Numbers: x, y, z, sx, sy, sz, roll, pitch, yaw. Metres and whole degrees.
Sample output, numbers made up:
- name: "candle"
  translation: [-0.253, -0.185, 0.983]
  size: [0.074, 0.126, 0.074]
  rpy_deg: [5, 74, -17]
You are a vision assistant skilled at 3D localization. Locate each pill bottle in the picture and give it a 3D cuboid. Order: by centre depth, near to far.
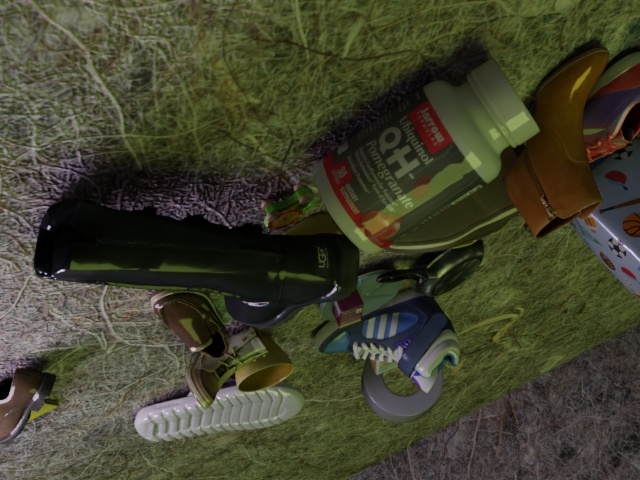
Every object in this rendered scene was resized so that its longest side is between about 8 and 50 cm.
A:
- name: "pill bottle"
  translation: [0.161, -0.130, 1.155]
  size: [0.318, 0.176, 0.176]
  rpy_deg: [-34, 151, 18]

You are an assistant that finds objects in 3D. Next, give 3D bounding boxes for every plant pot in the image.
- name: "plant pot"
  translation: [0.000, 0.000, 1.370]
  size: [0.083, 0.081, 0.081]
  rpy_deg: [-39, 151, 6]
- name: "plant pot"
  translation: [-0.139, 0.270, 1.716]
  size: [0.134, 0.095, 0.134]
  rpy_deg: [-20, 153, -11]

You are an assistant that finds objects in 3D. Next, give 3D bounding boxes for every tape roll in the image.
- name: "tape roll"
  translation: [0.221, 0.381, 2.070]
  size: [0.219, 0.219, 0.072]
  rpy_deg: [-18, 153, -12]

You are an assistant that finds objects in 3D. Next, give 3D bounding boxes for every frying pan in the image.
- name: "frying pan"
  translation: [0.269, 0.057, 1.687]
  size: [0.197, 0.053, 0.326]
  rpy_deg: [-43, 156, 17]

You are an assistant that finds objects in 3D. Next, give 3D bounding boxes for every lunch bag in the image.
- name: "lunch bag"
  translation: [0.717, -0.005, 1.652]
  size: [0.238, 0.328, 0.385]
  rpy_deg: [-36, 150, 4]

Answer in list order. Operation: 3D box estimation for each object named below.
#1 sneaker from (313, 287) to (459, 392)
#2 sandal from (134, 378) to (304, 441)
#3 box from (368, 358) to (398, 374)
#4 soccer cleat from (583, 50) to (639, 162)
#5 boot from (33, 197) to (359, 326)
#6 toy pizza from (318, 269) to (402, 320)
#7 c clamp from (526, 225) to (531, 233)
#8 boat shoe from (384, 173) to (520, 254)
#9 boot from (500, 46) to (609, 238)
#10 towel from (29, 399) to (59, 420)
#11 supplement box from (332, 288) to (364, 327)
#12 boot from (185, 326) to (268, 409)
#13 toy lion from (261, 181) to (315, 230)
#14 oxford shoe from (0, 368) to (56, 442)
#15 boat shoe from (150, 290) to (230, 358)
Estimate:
- name: "sneaker"
  translation: [0.168, 0.265, 1.800]
  size: [0.322, 0.236, 0.130]
  rpy_deg: [-22, 153, -6]
- name: "sandal"
  translation: [-0.248, 0.391, 1.856]
  size: [0.415, 0.102, 0.169]
  rpy_deg: [-8, 136, -4]
- name: "box"
  translation: [0.216, 0.249, 1.956]
  size: [0.203, 0.103, 0.114]
  rpy_deg: [-21, 153, -7]
- name: "soccer cleat"
  translation: [0.496, -0.193, 1.378]
  size: [0.108, 0.117, 0.318]
  rpy_deg: [-3, 146, -35]
- name: "boot"
  translation: [-0.220, 0.048, 1.184]
  size: [0.444, 0.146, 0.367]
  rpy_deg: [4, 161, -33]
- name: "toy pizza"
  translation: [0.087, 0.117, 1.695]
  size: [0.201, 0.032, 0.201]
  rpy_deg: [-18, 151, -11]
- name: "c clamp"
  translation: [0.561, -0.057, 1.776]
  size: [0.160, 0.022, 0.137]
  rpy_deg: [-36, 151, 20]
- name: "boat shoe"
  translation: [0.252, -0.034, 1.473]
  size: [0.324, 0.117, 0.097]
  rpy_deg: [-21, 150, -20]
- name: "boot"
  translation: [0.426, -0.155, 1.286]
  size: [0.104, 0.211, 0.295]
  rpy_deg: [-3, 146, -37]
- name: "towel"
  translation: [-0.672, 0.384, 1.579]
  size: [0.237, 0.021, 0.102]
  rpy_deg: [-28, 158, 5]
- name: "supplement box"
  translation: [0.059, 0.148, 1.645]
  size: [0.054, 0.043, 0.083]
  rpy_deg: [-17, 152, -13]
- name: "boot"
  translation: [-0.190, 0.255, 1.579]
  size: [0.165, 0.077, 0.213]
  rpy_deg: [-27, -164, 2]
- name: "toy lion"
  translation: [-0.053, -0.051, 1.288]
  size: [0.100, 0.034, 0.096]
  rpy_deg: [-28, 160, 6]
- name: "oxford shoe"
  translation: [-0.592, 0.308, 1.451]
  size: [0.096, 0.083, 0.227]
  rpy_deg: [26, 124, -23]
- name: "boat shoe"
  translation: [-0.234, 0.162, 1.446]
  size: [0.095, 0.095, 0.257]
  rpy_deg: [-28, 153, 7]
